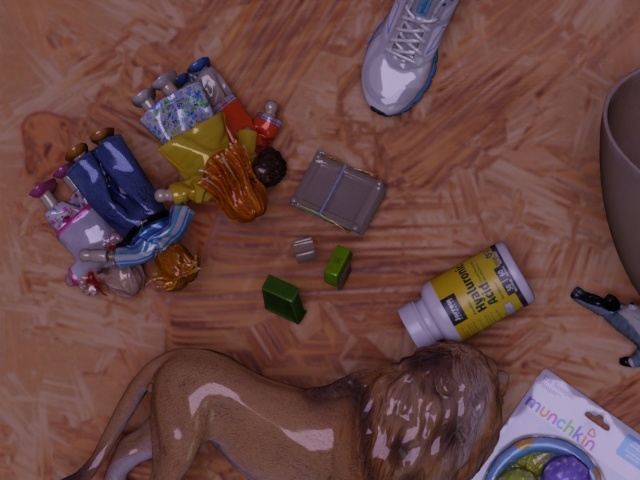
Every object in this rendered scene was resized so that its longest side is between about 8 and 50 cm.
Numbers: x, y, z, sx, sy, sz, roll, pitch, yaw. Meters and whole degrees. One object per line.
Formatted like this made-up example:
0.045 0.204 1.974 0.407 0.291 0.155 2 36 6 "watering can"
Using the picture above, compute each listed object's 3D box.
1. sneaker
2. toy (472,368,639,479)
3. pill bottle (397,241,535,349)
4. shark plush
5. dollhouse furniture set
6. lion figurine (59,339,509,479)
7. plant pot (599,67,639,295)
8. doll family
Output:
0.088 -0.205 1.758 0.071 0.083 0.191 24 93 4 "sneaker"
0.193 0.253 1.752 0.137 0.056 0.237 35 93 4 "toy"
0.132 0.055 1.757 0.116 0.065 0.065 -30 86 5 "pill bottle"
0.295 0.098 1.747 0.161 0.073 0.067 29 122 1 "shark plush"
0.000 0.000 1.793 0.076 0.058 0.152 24 72 13 "dollhouse furniture set"
-0.039 0.175 1.729 0.392 0.142 0.240 13 104 -1 "lion figurine"
0.368 -0.010 1.656 0.284 0.284 0.191 11 125 6 "plant pot"
-0.144 -0.044 1.760 0.263 0.118 0.163 -38 86 4 "doll family"
